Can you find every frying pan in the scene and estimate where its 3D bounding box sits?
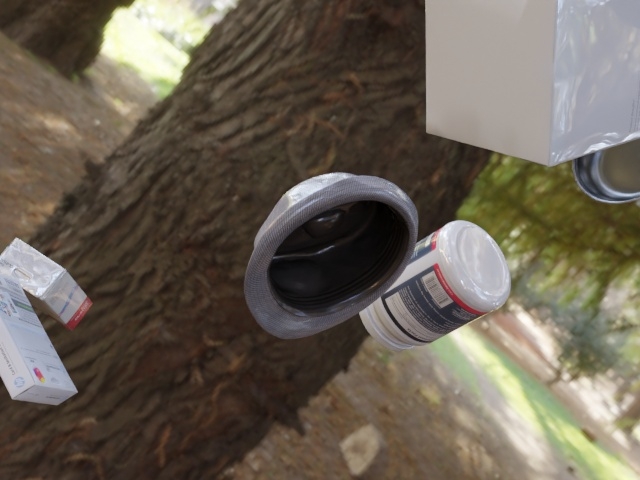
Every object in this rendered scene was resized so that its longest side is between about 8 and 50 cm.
[{"bbox_3d":[0.531,-0.195,1.450,0.053,0.326,0.197,33,4,-39],"label":"frying pan"}]

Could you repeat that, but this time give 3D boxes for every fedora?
[{"bbox_3d":[0.000,0.000,1.314,0.244,0.275,0.124,56,-1,-42],"label":"fedora"}]

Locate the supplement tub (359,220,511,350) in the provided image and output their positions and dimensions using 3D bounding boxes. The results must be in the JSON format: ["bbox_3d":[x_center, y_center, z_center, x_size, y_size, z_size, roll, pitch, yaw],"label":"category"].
[{"bbox_3d":[0.225,0.096,1.838,0.191,0.272,0.191,24,49,-32],"label":"supplement tub"}]

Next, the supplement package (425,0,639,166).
[{"bbox_3d":[0.282,-0.225,1.060,0.198,0.262,0.199,25,-55,50],"label":"supplement package"}]

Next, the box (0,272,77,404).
[{"bbox_3d":[-0.398,0.124,1.197,0.186,0.038,0.145,56,-2,14],"label":"box"}]

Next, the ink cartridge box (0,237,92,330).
[{"bbox_3d":[-0.521,0.085,1.729,0.127,0.072,0.175,31,-19,15],"label":"ink cartridge box"}]
